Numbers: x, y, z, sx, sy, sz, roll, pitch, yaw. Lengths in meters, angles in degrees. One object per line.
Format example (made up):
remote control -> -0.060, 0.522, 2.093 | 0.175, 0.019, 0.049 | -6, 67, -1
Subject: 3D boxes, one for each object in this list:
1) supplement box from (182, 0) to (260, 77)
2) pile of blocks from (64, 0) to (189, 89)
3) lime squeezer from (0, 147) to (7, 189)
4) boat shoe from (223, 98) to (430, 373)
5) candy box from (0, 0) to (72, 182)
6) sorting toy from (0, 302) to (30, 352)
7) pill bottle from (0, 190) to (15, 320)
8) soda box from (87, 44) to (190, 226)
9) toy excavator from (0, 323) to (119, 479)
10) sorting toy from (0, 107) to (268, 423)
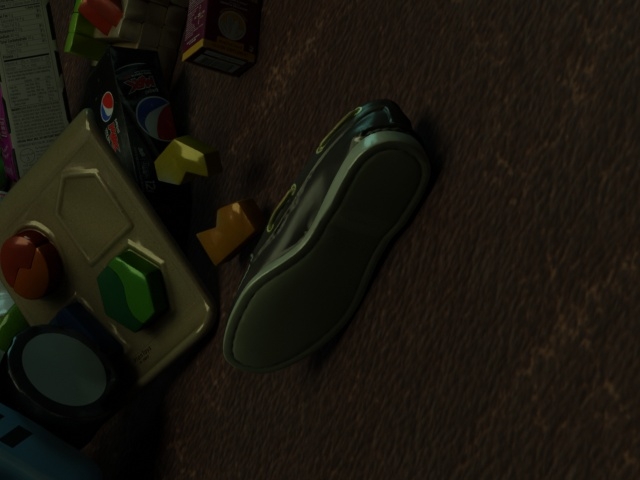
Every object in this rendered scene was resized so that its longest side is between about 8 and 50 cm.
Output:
supplement box -> -0.086, -0.194, 1.623 | 0.043, 0.055, 0.083 | -28, 53, 56
pile of blocks -> -0.239, -0.262, 1.910 | 0.149, 0.113, 0.362 | -66, 27, 21
lime squeezer -> -0.401, -0.111, 2.259 | 0.110, 0.059, 0.310 | 81, -166, -75
boat shoe -> 0.000, 0.000, 1.320 | 0.227, 0.081, 0.068 | -53, 30, 27
candy box -> -0.314, -0.180, 1.940 | 0.159, 0.071, 0.233 | -165, 65, -75
sorting toy -> -0.241, 0.140, 1.756 | 0.126, 0.127, 0.365 | 38, 112, 31
pill bottle -> -0.338, 0.051, 1.939 | 0.124, 0.124, 0.221 | -64, 29, 24
soda box -> -0.170, -0.097, 1.714 | 0.060, 0.053, 0.169 | -47, 49, 46
toy excavator -> -0.306, 0.276, 1.505 | 0.222, 0.433, 0.445 | -51, 10, 37
sorting toy -> -0.181, 0.006, 1.597 | 0.307, 0.041, 0.229 | -41, 76, 40
